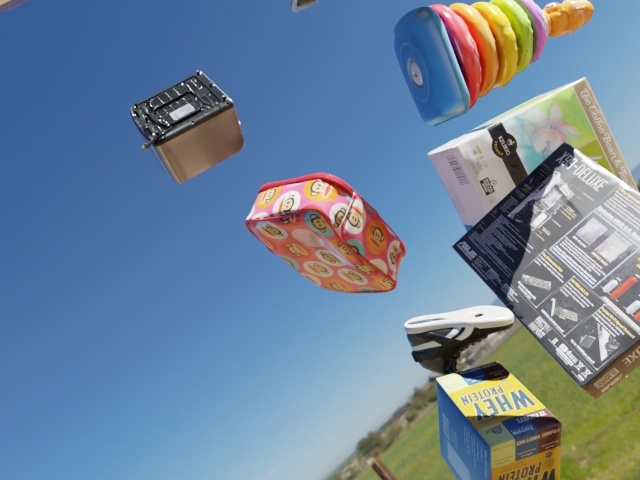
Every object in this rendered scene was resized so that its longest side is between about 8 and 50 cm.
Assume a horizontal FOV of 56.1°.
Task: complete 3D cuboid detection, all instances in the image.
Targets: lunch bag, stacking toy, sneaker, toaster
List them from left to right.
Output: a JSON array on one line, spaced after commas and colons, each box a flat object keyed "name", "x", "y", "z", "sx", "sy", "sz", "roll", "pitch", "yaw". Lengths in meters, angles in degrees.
[{"name": "toaster", "x": -0.251, "y": -0.209, "z": 1.109, "sx": 0.186, "sy": 0.168, "sz": 0.110, "roll": -32, "pitch": -45, "yaw": -12}, {"name": "lunch bag", "x": 0.000, "y": 0.000, "z": 1.190, "sx": 0.293, "sy": 0.258, "sz": 0.120, "roll": 43, "pitch": -125, "yaw": -37}, {"name": "sneaker", "x": 0.282, "y": 0.202, "z": 1.182, "sx": 0.217, "sy": 0.121, "sz": 0.079, "roll": -11, "pitch": 11, "yaw": 30}, {"name": "stacking toy", "x": 0.276, "y": -0.303, "z": 0.901, "sx": 0.302, "sy": 0.165, "sz": 0.175, "roll": -23, "pitch": 6, "yaw": -6}]

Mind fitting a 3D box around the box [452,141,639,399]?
[{"name": "box", "x": 0.375, "y": 0.030, "z": 0.871, "sx": 0.242, "sy": 0.307, "sz": 0.077, "roll": -45, "pitch": -45, "yaw": 10}]

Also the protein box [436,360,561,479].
[{"name": "protein box", "x": 0.322, "y": 0.371, "z": 1.108, "sx": 0.136, "sy": 0.201, "sz": 0.199, "roll": -13, "pitch": -66, "yaw": -12}]

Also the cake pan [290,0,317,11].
[{"name": "cake pan", "x": 0.053, "y": -0.419, "z": 0.769, "sx": 0.293, "sy": 0.054, "sz": 0.293, "roll": -43, "pitch": 8, "yaw": 8}]

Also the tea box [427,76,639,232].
[{"name": "tea box", "x": 0.476, "y": -0.132, "z": 1.351, "sx": 0.324, "sy": 0.328, "sz": 0.220, "roll": -29, "pitch": 5, "yaw": -3}]

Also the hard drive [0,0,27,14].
[{"name": "hard drive", "x": -0.256, "y": -0.311, "z": 0.579, "sx": 0.319, "sy": 0.210, "sz": 0.040, "roll": -38, "pitch": -37, "yaw": -18}]
